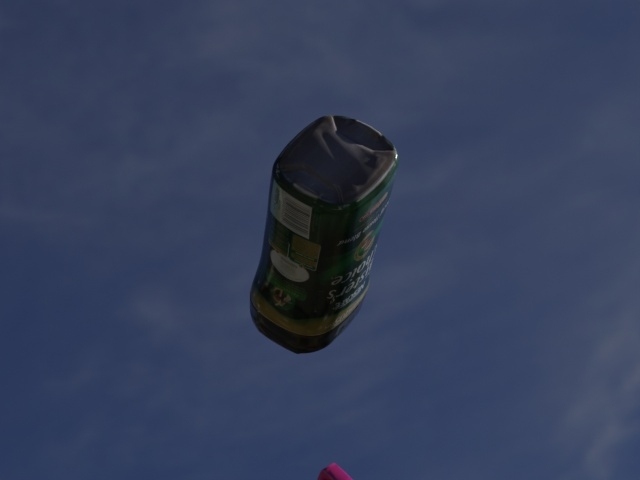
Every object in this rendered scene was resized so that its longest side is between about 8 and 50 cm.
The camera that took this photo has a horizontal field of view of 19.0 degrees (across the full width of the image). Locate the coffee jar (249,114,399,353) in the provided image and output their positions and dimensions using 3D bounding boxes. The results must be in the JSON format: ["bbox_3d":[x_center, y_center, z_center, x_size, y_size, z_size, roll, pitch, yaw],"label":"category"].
[{"bbox_3d":[0.000,0.000,1.438,0.079,0.096,0.184,31,-39,16],"label":"coffee jar"}]

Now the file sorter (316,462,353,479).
[{"bbox_3d":[-0.019,0.411,1.866,0.182,0.202,0.290,-23,-35,-43],"label":"file sorter"}]
